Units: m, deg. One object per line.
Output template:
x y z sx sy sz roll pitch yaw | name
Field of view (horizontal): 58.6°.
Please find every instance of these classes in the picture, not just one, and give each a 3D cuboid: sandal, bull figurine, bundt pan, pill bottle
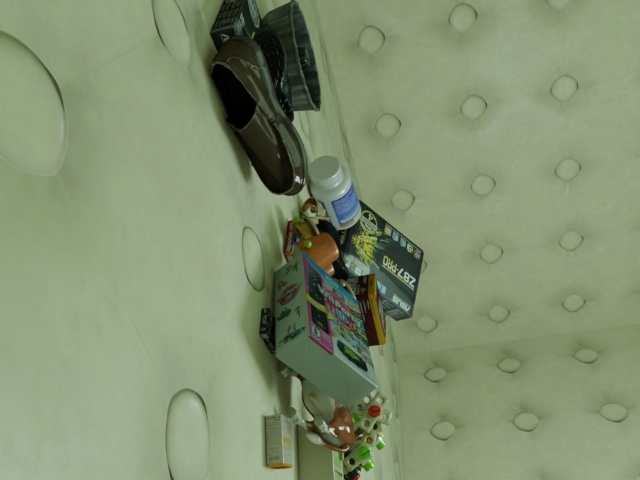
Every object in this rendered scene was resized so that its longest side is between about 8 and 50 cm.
-0.023 -0.096 1.775 0.240 0.088 0.079 -30 116 -73 | sandal
-0.010 0.333 1.317 0.188 0.101 0.310 31 27 -51 | bull figurine
-0.096 -0.537 1.705 0.331 0.124 0.331 -10 90 -78 | bundt pan
0.047 -0.172 2.028 0.272 0.152 0.152 66 17 -52 | pill bottle

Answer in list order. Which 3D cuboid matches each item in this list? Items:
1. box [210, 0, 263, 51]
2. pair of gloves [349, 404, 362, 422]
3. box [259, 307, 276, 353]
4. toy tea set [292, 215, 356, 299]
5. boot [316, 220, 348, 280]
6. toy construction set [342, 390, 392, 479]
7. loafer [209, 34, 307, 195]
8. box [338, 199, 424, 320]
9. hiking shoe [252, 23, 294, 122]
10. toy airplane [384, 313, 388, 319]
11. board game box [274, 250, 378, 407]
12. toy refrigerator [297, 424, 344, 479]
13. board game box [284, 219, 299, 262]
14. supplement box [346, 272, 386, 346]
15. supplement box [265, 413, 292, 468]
-0.179 -0.463 1.380 0.270 0.060 0.216 -87 164 -48 | box
0.094 0.480 1.731 0.023 0.159 0.198 -16 103 -47 | pair of gloves
-0.109 0.198 1.249 0.083 0.018 0.067 69 15 -45 | box
-0.009 0.107 1.524 0.200 0.124 0.336 31 -34 64 | toy tea set
0.000 0.000 1.810 0.246 0.094 0.207 52 14 -37 | boot
0.107 0.529 1.516 0.151 0.215 0.328 47 -24 22 | toy construction set
-0.149 -0.248 1.241 0.130 0.133 0.366 -48 121 -47 | loafer
0.222 0.079 2.199 0.395 0.097 0.318 37 53 -26 | box
-0.114 -0.382 1.321 0.114 0.086 0.227 -104 -174 -65 | hiking shoe
0.235 0.138 2.398 0.384 0.272 0.386 -14 95 -78 | toy airplane
0.005 0.195 1.303 0.224 0.097 0.303 43 18 -27 | board game box
0.008 0.567 1.320 0.102 0.094 0.270 63 20 -56 | toy refrigerator
-0.048 0.094 1.638 0.145 0.027 0.281 -88 164 -52 | board game box
0.098 0.230 1.819 0.129 0.194 0.191 -77 155 -64 | supplement box
-0.084 0.405 1.146 0.062 0.036 0.099 60 23 -61 | supplement box
